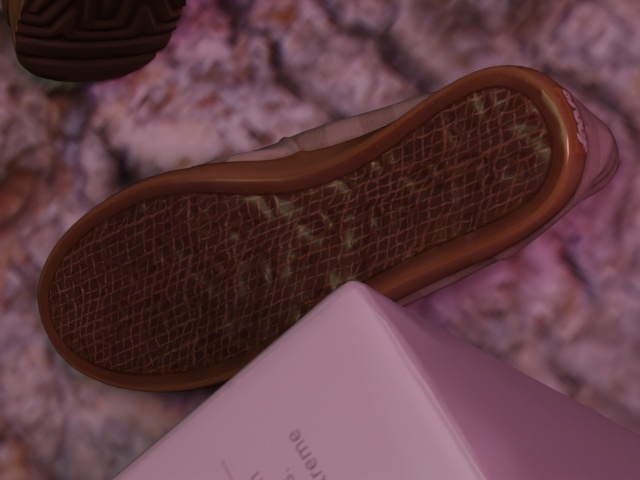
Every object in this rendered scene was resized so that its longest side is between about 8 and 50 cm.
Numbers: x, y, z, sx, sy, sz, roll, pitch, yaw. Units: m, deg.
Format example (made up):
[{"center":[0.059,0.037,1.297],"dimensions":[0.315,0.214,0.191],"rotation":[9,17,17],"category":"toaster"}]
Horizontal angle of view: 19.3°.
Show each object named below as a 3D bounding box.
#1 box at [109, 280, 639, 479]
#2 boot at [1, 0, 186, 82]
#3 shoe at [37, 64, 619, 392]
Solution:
[{"center":[-0.032,0.201,0.484],"dimensions":[0.345,0.215,0.168],"rotation":[-40,58,14],"category":"box"},{"center":[-0.098,-0.228,0.701],"dimensions":[0.236,0.089,0.269],"rotation":[-50,49,48],"category":"boot"},{"center":[0.000,0.000,0.638],"dimensions":[0.219,0.058,0.076],"rotation":[-19,85,29],"category":"shoe"}]
